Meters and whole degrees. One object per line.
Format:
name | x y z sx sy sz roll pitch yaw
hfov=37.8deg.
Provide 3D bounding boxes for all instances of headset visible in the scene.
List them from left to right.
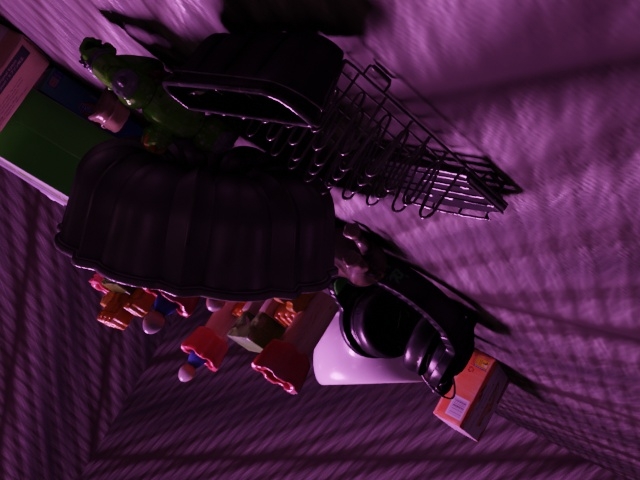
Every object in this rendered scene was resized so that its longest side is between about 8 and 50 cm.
headset | 0.164 0.134 1.560 0.243 0.185 0.394 19 152 38

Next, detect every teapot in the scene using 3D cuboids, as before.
teapot | 0.103 0.195 1.881 0.252 0.187 0.256 4 169 -31

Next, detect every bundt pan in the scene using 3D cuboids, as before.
bundt pan | -0.132 -0.043 1.074 0.331 0.124 0.331 10 -166 -3

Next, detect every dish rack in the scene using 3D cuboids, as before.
dish rack | 0.021 -0.081 0.793 0.271 0.074 0.208 35 171 -34

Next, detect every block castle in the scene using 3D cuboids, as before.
block castle | -0.204 0.114 1.558 0.303 0.213 0.453 39 163 -19

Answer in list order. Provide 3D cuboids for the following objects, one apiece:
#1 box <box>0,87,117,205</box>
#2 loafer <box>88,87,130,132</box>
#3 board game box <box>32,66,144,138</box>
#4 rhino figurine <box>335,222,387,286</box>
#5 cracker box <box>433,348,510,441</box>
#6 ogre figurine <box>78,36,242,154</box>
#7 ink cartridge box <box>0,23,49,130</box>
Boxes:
box | -0.424 -0.133 1.543 0.262 0.127 0.231 31 172 -5
loafer | -0.312 -0.193 1.397 0.050 0.056 0.148 31 -178 -14
board game box | -0.384 -0.209 1.565 0.210 0.047 0.160 35 171 -27
rhino figurine | 0.000 0.000 1.389 0.243 0.073 0.106 26 168 40
cracker box | 0.322 0.326 1.956 0.067 0.156 0.232 26 172 25
ogre figurine | -0.165 -0.149 1.004 0.197 0.097 0.118 51 -179 -27
ink cartridge box | -0.559 -0.253 1.395 0.235 0.193 0.088 27 169 20
